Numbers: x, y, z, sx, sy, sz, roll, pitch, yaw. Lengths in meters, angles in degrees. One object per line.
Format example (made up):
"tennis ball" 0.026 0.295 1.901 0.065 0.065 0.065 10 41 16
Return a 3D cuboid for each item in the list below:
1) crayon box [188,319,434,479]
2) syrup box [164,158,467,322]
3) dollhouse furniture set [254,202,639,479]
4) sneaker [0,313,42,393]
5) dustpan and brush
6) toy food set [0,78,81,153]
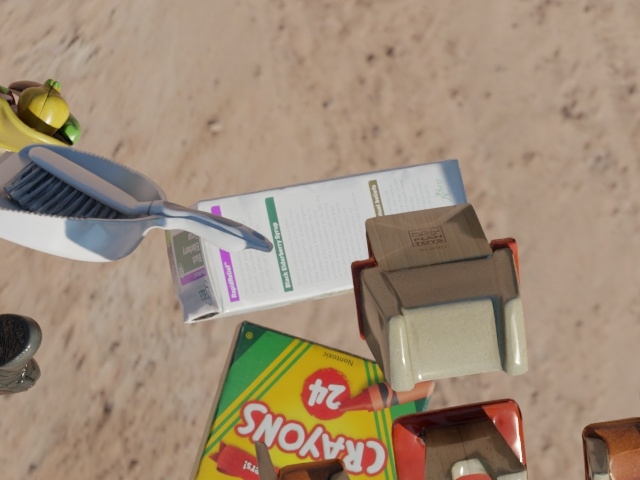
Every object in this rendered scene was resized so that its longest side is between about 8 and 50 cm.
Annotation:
"crayon box" -0.030 0.258 1.749 0.202 0.081 0.318 17 84 -5
"syrup box" 0.000 0.000 1.469 0.237 0.093 0.096 -9 85 -23
"dollhouse furniture set" 0.086 0.123 1.106 0.262 0.135 0.259 -8 115 -3
"sneaker" -0.290 0.111 1.652 0.170 0.089 0.051 -26 67 37
"dustpan and brush" -0.136 -0.021 1.223 0.211 0.147 0.060 26 112 2
"toy food set" -0.294 -0.128 1.718 0.128 0.218 0.071 22 83 -24
